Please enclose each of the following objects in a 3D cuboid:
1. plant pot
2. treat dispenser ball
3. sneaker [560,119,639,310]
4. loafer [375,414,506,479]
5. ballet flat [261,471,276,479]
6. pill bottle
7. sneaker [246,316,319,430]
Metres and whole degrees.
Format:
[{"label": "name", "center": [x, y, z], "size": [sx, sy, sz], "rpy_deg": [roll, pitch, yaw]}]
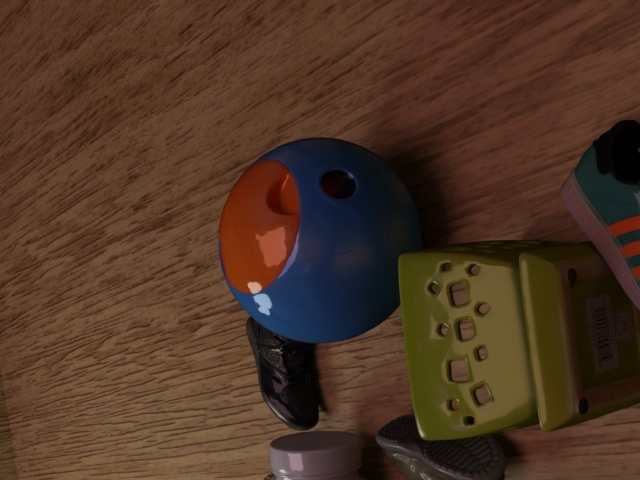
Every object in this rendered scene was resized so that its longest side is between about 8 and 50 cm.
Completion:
[{"label": "plant pot", "center": [0.248, 0.108, 1.252], "size": [0.207, 0.227, 0.228], "rpy_deg": [-8, 88, 48]}, {"label": "treat dispenser ball", "center": [0.000, 0.000, 1.509], "size": [0.288, 0.288, 0.288], "rpy_deg": [10, 103, 52]}, {"label": "sneaker", "center": [0.376, -0.007, 1.151], "size": [0.302, 0.108, 0.121], "rpy_deg": [57, 140, 34]}, {"label": "loafer", "center": [0.176, 0.308, 1.497], "size": [0.251, 0.094, 0.087], "rpy_deg": [9, 126, 62]}, {"label": "ballet flat", "center": [-0.106, 0.496, 1.897], "size": [0.091, 0.077, 0.241], "rpy_deg": [45, 129, 40]}, {"label": "pill bottle", "center": [0.003, 0.471, 1.653], "size": [0.188, 0.188, 0.334], "rpy_deg": [-2, 93, 54]}, {"label": "sneaker", "center": [-0.049, 0.194, 1.770], "size": [0.130, 0.087, 0.228], "rpy_deg": [-53, 48, 50]}]
